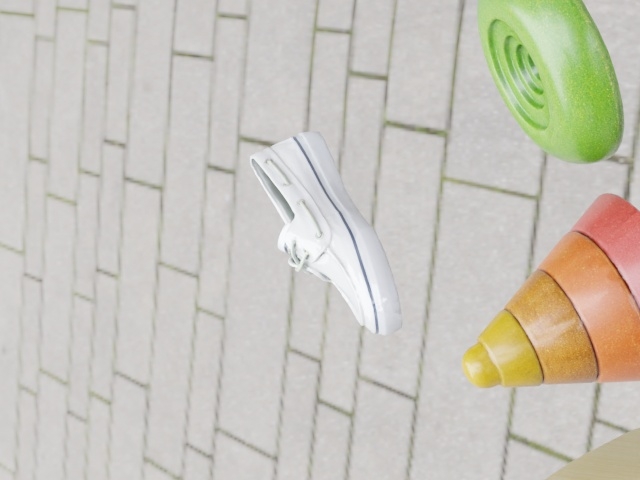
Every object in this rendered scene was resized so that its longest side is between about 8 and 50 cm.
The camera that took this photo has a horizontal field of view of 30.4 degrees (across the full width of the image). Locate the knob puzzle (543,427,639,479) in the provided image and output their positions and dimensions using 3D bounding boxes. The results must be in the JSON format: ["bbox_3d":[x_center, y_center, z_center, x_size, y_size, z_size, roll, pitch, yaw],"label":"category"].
[{"bbox_3d":[0.156,0.114,0.380,0.213,0.213,0.030,25,127,45],"label":"knob puzzle"}]

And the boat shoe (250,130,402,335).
[{"bbox_3d":[0.000,0.000,1.038,0.083,0.076,0.226,84,164,-48],"label":"boat shoe"}]

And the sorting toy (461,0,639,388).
[{"bbox_3d":[0.092,-0.057,0.657,0.365,0.126,0.127,66,174,-16],"label":"sorting toy"}]
